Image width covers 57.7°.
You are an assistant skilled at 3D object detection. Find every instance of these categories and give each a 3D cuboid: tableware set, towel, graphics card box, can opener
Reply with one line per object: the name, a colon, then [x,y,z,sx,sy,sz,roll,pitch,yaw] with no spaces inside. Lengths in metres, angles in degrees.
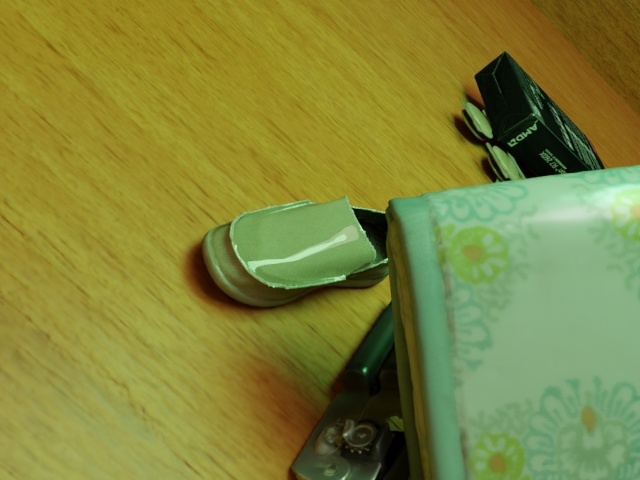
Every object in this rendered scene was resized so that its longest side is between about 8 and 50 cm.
tableware set: [0.328,-0.185,1.145,0.128,0.039,0.194,3,57,-53]
towel: [0.228,0.131,0.478,0.320,0.090,0.375,-7,93,-4]
graphics card box: [0.503,-0.224,1.283,0.370,0.094,0.233,30,40,-33]
can opener: [0.066,0.154,0.571,0.283,0.075,0.095,-44,123,-54]

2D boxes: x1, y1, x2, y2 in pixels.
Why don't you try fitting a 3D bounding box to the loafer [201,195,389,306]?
loafer: [0.000,0.000,0.605,0.268,0.092,0.102,-5,61,-47]
